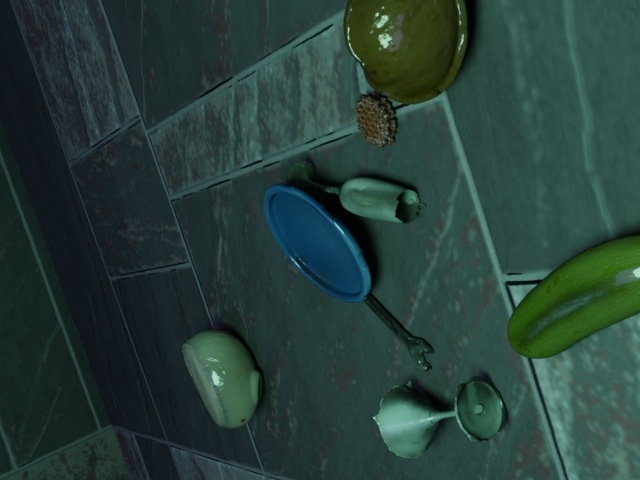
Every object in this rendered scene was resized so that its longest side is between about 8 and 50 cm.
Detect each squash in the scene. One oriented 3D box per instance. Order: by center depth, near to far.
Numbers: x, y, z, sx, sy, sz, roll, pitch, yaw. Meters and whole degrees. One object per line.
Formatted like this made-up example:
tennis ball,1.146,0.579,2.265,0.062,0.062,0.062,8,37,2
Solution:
squash,0.313,0.055,0.906,0.094,0.094,0.341,61,149,13

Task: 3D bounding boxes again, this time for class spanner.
spanner,0.099,0.117,1.323,0.254,0.015,0.054,46,143,32

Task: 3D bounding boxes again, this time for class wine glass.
wine glass,0.180,0.264,1.200,0.183,0.122,0.122,-29,84,56
wine glass,0.050,-0.073,1.239,0.262,0.074,0.074,18,122,48

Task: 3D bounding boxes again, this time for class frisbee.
frisbee,0.000,0.000,1.318,0.242,0.045,0.242,37,153,22

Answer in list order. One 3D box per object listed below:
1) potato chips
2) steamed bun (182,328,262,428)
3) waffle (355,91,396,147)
potato chips,0.119,-0.278,1.021,0.195,0.062,0.208,33,133,35
steamed bun,-0.208,0.300,1.774,0.228,0.131,0.177,63,158,6
waffle,0.081,-0.173,1.168,0.075,0.029,0.083,34,137,46
